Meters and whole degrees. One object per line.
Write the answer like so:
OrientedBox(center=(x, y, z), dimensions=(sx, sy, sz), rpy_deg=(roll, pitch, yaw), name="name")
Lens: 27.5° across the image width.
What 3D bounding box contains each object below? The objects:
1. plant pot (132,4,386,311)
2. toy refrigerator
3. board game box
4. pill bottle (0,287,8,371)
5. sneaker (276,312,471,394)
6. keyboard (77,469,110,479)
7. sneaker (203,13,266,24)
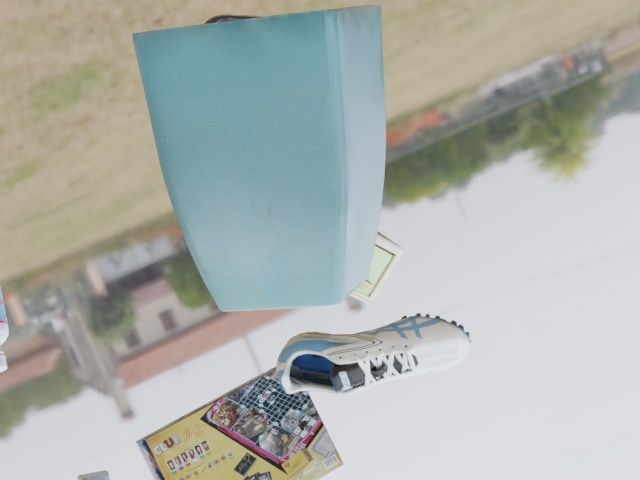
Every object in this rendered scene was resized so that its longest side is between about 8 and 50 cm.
OrientedBox(center=(-0.034, -0.068, 1.083), dimensions=(0.165, 0.234, 0.166), rpy_deg=(-4, -169, 16), name="plant pot")
OrientedBox(center=(0.000, 0.000, 1.909), dimensions=(0.269, 0.094, 0.102), rpy_deg=(27, 97, -49), name="toy refrigerator")
OrientedBox(center=(-0.106, 0.288, 1.773), dimensions=(0.243, 0.165, 0.042), rpy_deg=(-25, 179, -29), name="board game box")
OrientedBox(center=(-0.426, 0.084, 1.583), dimensions=(0.087, 0.160, 0.087), rpy_deg=(-13, 170, -2), name="pill bottle")
OrientedBox(center=(0.062, 0.144, 1.547), dimensions=(0.237, 0.085, 0.086), rpy_deg=(-9, -146, 16), name="sneaker")
OrientedBox(center=(-0.244, 0.402, 1.554), dimensions=(0.014, 0.256, 0.072), rpy_deg=(-15, 171, 11), name="keyboard")
OrientedBox(center=(-0.054, -0.262, 1.771), dimensions=(0.234, 0.084, 0.097), rpy_deg=(12, 179, -7), name="sneaker")
